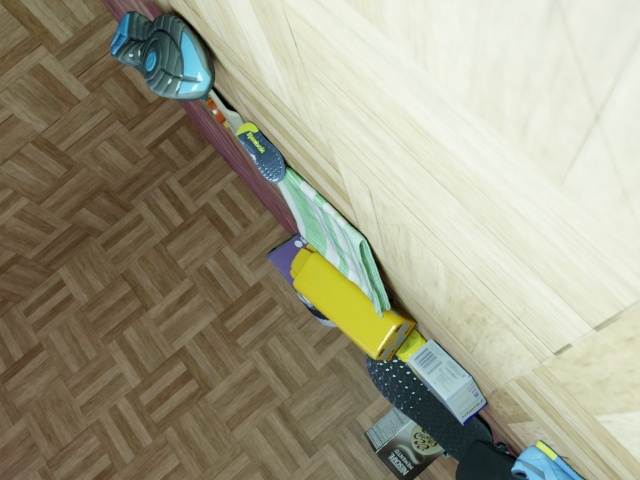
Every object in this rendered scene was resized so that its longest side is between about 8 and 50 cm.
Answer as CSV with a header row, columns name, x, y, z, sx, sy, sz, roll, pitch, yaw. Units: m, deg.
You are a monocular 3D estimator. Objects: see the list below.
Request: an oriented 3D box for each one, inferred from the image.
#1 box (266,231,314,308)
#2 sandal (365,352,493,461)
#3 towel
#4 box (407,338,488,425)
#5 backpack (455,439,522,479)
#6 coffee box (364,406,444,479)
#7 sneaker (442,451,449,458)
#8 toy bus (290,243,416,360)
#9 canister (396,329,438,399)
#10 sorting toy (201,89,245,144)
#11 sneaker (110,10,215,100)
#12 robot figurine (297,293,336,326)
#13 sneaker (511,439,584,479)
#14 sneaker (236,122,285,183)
name,x,y,z,sx,sy,sz,roll,pitch,yaw
box,-0.017,0.064,1.459,0.191,0.184,0.045,51,-146,-11
sandal,0.280,0.409,1.529,0.446,0.167,0.107,50,-166,-2
towel,0.014,-0.011,1.135,0.325,0.038,0.248,47,167,41
box,0.263,0.292,1.171,0.126,0.072,0.137,45,173,47
backpack,0.502,0.699,1.353,0.355,0.273,0.290,38,172,-14
coffee box,0.306,0.579,1.745,0.168,0.297,0.119,50,176,-17
sneaker,0.477,0.690,1.952,0.094,0.151,0.256,43,174,45
toy bus,0.054,0.125,1.271,0.332,0.108,0.130,39,-169,32
canister,0.251,0.297,1.357,0.170,0.073,0.126,49,177,-11
sorting toy,-0.241,-0.301,1.369,0.229,0.041,0.307,48,176,16
sneaker,-0.251,-0.324,1.005,0.139,0.125,0.341,15,-162,-42
robot figurine,0.031,0.146,1.665,0.174,0.209,0.278,66,-175,36
sneaker,0.373,0.392,0.855,0.069,0.082,0.209,53,173,-24
sneaker,-0.111,-0.169,1.126,0.144,0.053,0.059,57,178,20
